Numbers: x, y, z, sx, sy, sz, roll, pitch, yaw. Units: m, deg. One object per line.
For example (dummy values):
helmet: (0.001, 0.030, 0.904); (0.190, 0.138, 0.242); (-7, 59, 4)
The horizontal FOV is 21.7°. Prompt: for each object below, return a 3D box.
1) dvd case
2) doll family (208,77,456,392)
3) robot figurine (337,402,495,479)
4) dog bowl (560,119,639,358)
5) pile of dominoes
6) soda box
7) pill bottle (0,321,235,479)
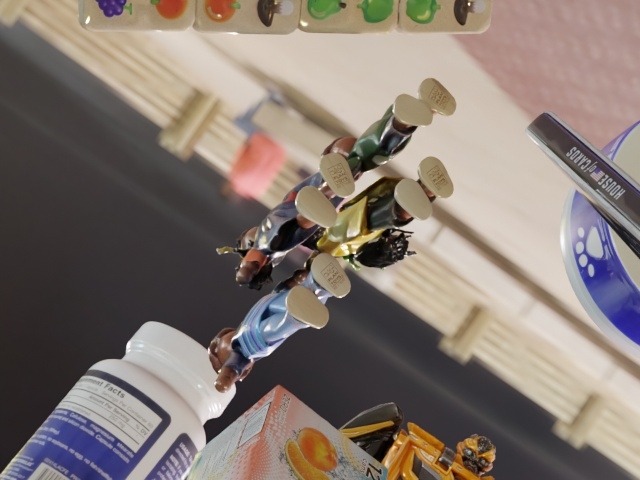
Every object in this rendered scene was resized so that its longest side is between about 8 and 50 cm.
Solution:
dvd case: (0.241, 0.009, 1.166); (0.179, 0.029, 0.238); (45, -173, -24)
doll family: (0.000, 0.000, 0.845); (0.076, 0.193, 0.111); (55, 145, -4)
robot figurine: (0.040, 0.255, 1.142); (0.211, 0.291, 0.085); (34, 167, 2)
dog bowl: (0.386, -0.005, 1.709); (0.265, 0.265, 0.104); (35, 155, -3)
pile of dominoes: (0.010, -0.195, 0.813); (0.251, 0.196, 0.040); (-4, -163, -29)
soda box: (-0.027, 0.137, 0.602); (0.063, 0.058, 0.183); (40, -149, -13)
pill bottle: (-0.214, 0.220, 1.734); (0.153, 0.264, 0.153); (31, 155, 17)
